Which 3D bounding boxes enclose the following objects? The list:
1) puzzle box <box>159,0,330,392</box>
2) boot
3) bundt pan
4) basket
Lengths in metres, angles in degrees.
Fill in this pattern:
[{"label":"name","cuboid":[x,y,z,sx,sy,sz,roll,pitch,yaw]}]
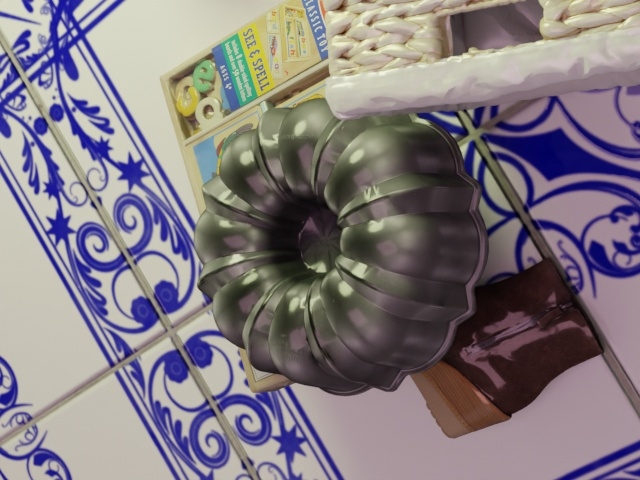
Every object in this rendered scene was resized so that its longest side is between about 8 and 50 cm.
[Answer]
[{"label":"puzzle box","cuboid":[-0.019,-0.060,1.368,0.272,0.052,0.409,-26,74,29]},{"label":"boot","cuboid":[0.171,0.076,1.355,0.207,0.090,0.248,-36,79,15]},{"label":"bundt pan","cuboid":[0.000,0.000,1.251,0.331,0.124,0.331,-2,86,32]},{"label":"basket","cuboid":[0.201,-0.262,1.115,0.328,0.331,0.266,-6,93,28]}]
